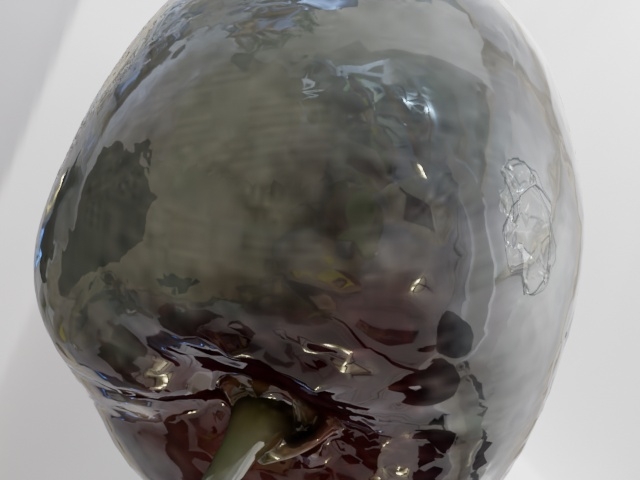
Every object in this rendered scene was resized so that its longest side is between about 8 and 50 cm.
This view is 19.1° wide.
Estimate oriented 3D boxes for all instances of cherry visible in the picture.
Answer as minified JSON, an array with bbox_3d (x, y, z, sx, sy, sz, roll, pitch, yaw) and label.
[{"bbox_3d":[0.000,0.000,0.784,0.255,0.218,0.296,78,16,-46],"label":"cherry"}]
